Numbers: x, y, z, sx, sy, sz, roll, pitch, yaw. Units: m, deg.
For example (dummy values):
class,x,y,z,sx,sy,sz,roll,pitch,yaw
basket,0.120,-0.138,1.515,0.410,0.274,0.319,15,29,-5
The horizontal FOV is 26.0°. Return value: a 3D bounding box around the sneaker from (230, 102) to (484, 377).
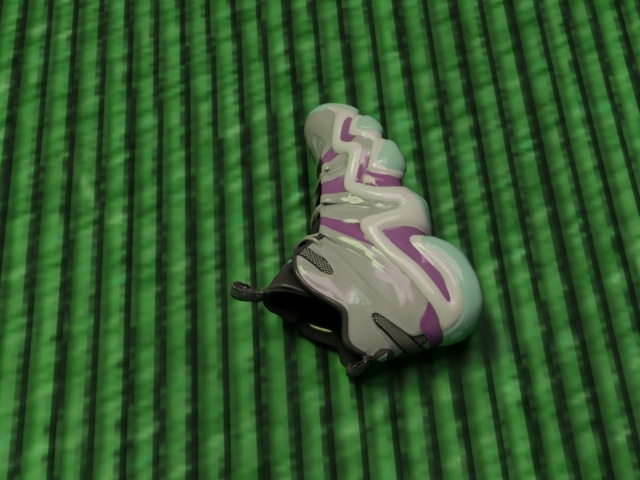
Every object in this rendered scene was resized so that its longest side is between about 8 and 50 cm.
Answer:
class,x,y,z,sx,sy,sz,roll,pitch,yaw
sneaker,0.000,0.000,0.439,0.069,0.038,0.098,-22,55,-17
